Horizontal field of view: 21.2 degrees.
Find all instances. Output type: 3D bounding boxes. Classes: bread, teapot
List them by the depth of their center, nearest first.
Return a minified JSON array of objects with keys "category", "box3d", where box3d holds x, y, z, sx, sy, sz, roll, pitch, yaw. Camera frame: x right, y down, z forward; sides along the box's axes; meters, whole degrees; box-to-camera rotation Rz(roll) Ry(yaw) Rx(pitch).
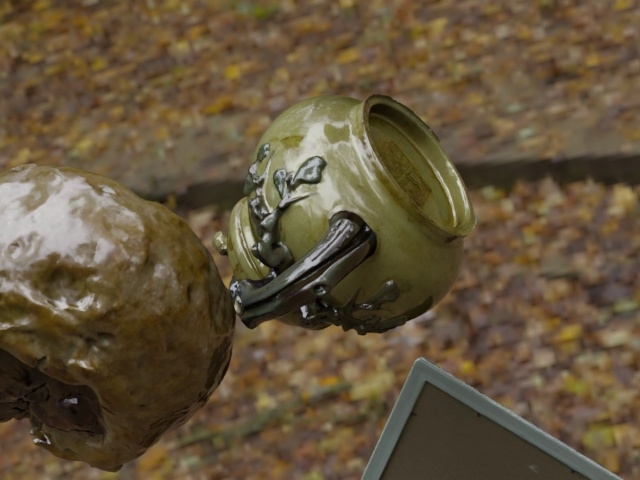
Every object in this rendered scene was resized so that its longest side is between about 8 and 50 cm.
[{"category":"bread","box3d":[-0.167,0.056,1.116,0.230,0.230,0.123,-3,47,28]},{"category":"teapot","box3d":[0.000,0.000,1.203,0.182,0.173,0.269,-35,9,26]}]

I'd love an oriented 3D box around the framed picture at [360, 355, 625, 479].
[{"category":"framed picture","box3d":[0.170,0.259,1.487,0.296,0.232,0.019,31,31,14]}]
